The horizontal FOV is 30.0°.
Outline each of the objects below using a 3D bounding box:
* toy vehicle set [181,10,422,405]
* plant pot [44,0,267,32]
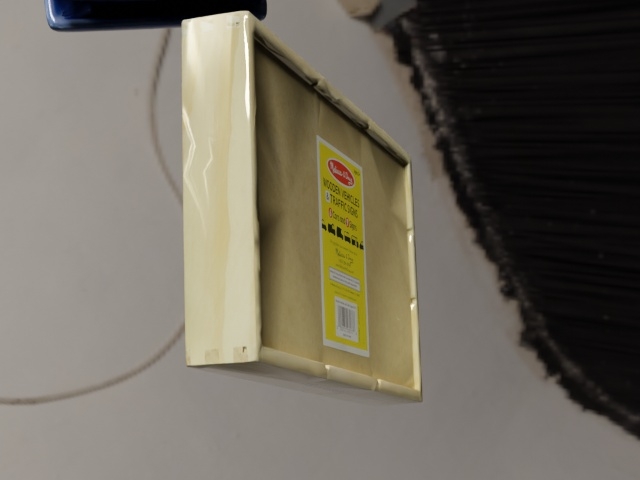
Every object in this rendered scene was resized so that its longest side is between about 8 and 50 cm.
[{"bbox_3d":[0.000,0.000,0.664,0.267,0.035,0.166,29,57,-66],"label":"toy vehicle set"},{"bbox_3d":[-0.150,-0.317,1.064,0.235,0.212,0.236,-5,70,-10],"label":"plant pot"}]
